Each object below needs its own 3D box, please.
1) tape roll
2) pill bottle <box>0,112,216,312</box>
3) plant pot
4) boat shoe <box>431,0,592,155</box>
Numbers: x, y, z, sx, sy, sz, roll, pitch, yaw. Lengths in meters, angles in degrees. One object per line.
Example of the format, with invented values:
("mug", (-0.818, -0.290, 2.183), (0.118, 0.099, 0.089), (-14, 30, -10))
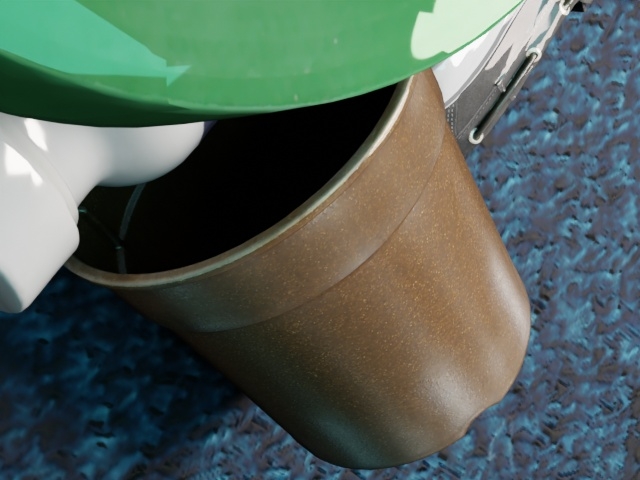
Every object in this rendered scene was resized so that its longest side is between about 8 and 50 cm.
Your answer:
("tape roll", (-0.045, -0.192, 0.371), (0.321, 0.077, 0.321), (-1, 92, -33))
("pill bottle", (-0.077, -0.115, 0.489), (0.153, 0.153, 0.264), (47, 67, -33))
("plant pot", (0.000, 0.000, 0.572), (0.167, 0.167, 0.165), (-55, 133, -20))
("boat shoe", (0.108, -0.136, 0.686), (0.228, 0.080, 0.076), (-56, 131, -18))
